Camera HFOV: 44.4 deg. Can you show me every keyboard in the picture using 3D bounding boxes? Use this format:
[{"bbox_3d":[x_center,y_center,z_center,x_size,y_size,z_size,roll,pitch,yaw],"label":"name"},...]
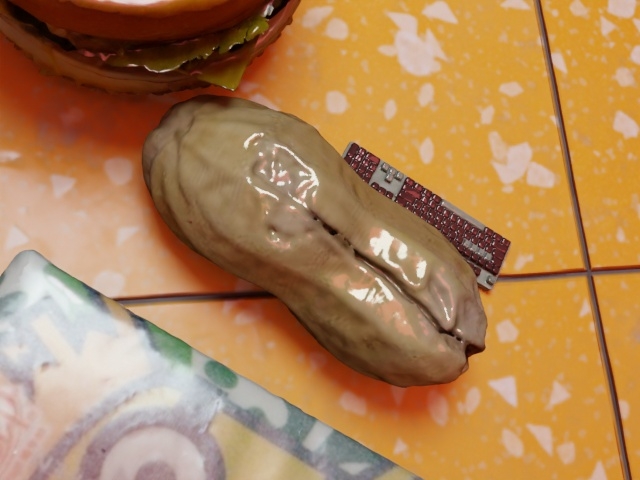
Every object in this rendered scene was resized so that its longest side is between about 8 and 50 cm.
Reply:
[{"bbox_3d":[0.083,-0.020,0.657,0.166,0.017,0.055,32,70,-6],"label":"keyboard"}]

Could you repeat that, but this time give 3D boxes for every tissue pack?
[{"bbox_3d":[-0.114,0.184,0.486,0.311,0.128,0.228,32,68,-7],"label":"tissue pack"}]

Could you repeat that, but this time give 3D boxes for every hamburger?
[{"bbox_3d":[-0.121,-0.239,0.545,0.291,0.225,0.291,2,81,-10],"label":"hamburger"}]

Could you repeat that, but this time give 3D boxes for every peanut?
[{"bbox_3d":[0.000,0.000,0.572,0.290,0.130,0.130,37,69,-7],"label":"peanut"}]
